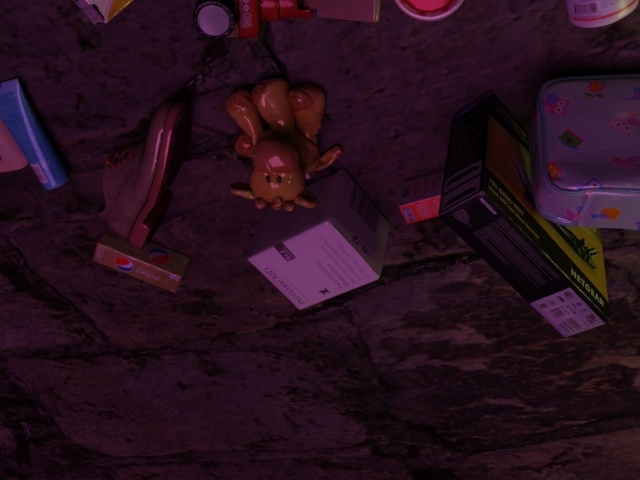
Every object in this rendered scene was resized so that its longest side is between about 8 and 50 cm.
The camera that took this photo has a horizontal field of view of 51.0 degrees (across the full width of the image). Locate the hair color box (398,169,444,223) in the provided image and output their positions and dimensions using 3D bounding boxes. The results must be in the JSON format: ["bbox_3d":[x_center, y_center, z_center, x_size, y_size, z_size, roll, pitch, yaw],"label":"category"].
[{"bbox_3d":[0.206,-0.081,1.125,0.141,0.072,0.043,-13,128,25],"label":"hair color box"}]

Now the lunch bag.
[{"bbox_3d":[0.435,-0.128,0.923,0.279,0.224,0.108,1,150,7],"label":"lunch bag"}]

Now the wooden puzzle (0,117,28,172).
[{"bbox_3d":[-0.696,-0.205,1.245,0.239,0.044,0.221,-8,129,20],"label":"wooden puzzle"}]

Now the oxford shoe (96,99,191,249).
[{"bbox_3d":[-0.324,-0.120,1.185,0.130,0.123,0.348,28,131,-5],"label":"oxford shoe"}]

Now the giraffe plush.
[{"bbox_3d":[-0.069,-0.132,1.075,0.181,0.170,0.210,-12,128,23],"label":"giraffe plush"}]

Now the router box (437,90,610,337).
[{"bbox_3d":[0.314,-0.040,1.018,0.309,0.243,0.081,40,132,-23],"label":"router box"}]

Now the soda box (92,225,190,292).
[{"bbox_3d":[-0.367,0.038,1.378,0.181,0.061,0.058,24,133,-9],"label":"soda box"}]

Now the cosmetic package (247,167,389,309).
[{"bbox_3d":[0.000,0.000,1.193,0.184,0.151,0.151,-26,121,32],"label":"cosmetic package"}]

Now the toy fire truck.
[{"bbox_3d":[-0.048,-0.371,0.880,0.247,0.158,0.217,0,132,-2],"label":"toy fire truck"}]

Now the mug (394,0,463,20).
[{"bbox_3d":[0.121,-0.351,0.828,0.150,0.169,0.113,9,134,4],"label":"mug"}]

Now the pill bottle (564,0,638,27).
[{"bbox_3d":[0.338,-0.355,0.829,0.087,0.087,0.160,-11,129,22],"label":"pill bottle"}]

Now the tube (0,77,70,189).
[{"bbox_3d":[-0.528,-0.191,1.219,0.080,0.052,0.207,-10,124,15],"label":"tube"}]

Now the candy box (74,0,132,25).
[{"bbox_3d":[-0.308,-0.424,0.871,0.233,0.159,0.071,50,167,-30],"label":"candy box"}]
